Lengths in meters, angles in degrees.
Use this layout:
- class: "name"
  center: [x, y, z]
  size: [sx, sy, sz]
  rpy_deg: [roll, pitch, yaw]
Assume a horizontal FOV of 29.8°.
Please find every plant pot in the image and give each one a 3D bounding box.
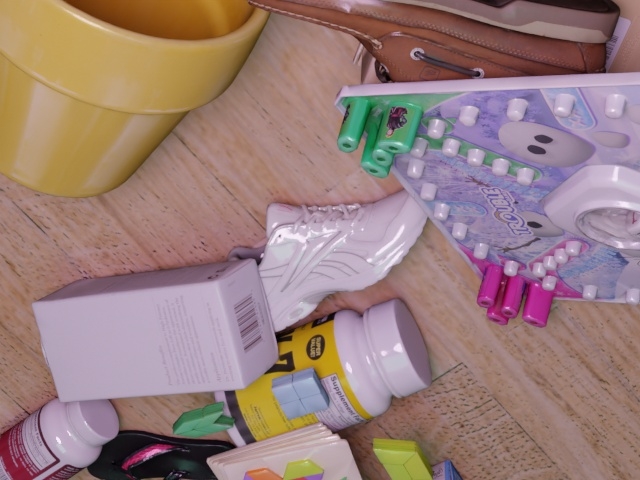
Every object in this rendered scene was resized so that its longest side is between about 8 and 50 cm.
- class: "plant pot"
  center: [-0.202, -0.172, 1.058]
  size: [0.254, 0.254, 0.239]
  rpy_deg: [26, 131, -9]

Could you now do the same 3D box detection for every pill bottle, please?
- class: "pill bottle"
  center: [-0.303, 0.231, 1.356]
  size: [0.152, 0.086, 0.086]
  rpy_deg: [-34, 111, 20]
- class: "pill bottle"
  center: [0.004, 0.143, 1.266]
  size: [0.208, 0.119, 0.119]
  rpy_deg: [-23, 114, 15]

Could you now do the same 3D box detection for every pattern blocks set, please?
- class: "pattern blocks set"
  center: [-0.020, 0.278, 1.270]
  size: [0.285, 0.026, 0.325]
  rpy_deg: [-27, 120, 18]

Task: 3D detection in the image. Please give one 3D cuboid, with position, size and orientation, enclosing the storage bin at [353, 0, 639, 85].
- class: "storage bin"
  center: [0.192, -0.213, 1.061]
  size: [0.260, 0.123, 0.262]
  rpy_deg: [18, 117, -6]

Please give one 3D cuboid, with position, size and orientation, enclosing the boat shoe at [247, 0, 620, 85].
- class: "boat shoe"
  center: [0.080, -0.163, 0.964]
  size: [0.307, 0.111, 0.104]
  rpy_deg: [11, 117, -1]

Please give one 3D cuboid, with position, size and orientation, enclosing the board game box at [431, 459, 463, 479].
- class: "board game box"
  center: [0.097, 0.449, 1.440]
  size: [0.308, 0.086, 0.302]
  rpy_deg: [-27, 112, 17]

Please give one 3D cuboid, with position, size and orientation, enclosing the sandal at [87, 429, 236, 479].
- class: "sandal"
  center: [-0.183, 0.256, 1.385]
  size: [0.179, 0.040, 0.067]
  rpy_deg: [0, 118, 5]

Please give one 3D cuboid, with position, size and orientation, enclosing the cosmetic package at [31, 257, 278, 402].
- class: "cosmetic package"
  center: [-0.169, 0.093, 1.231]
  size: [0.231, 0.085, 0.117]
  rpy_deg: [-6, 104, 27]

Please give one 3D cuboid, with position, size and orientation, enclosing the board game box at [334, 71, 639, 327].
- class: "board game box"
  center: [0.256, -0.011, 1.017]
  size: [0.390, 0.050, 0.390]
  rpy_deg: [2, 154, 32]

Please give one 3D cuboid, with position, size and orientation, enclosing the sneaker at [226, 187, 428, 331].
- class: "sneaker"
  center: [0.000, 0.000, 1.210]
  size: [0.232, 0.090, 0.115]
  rpy_deg: [-32, 108, 18]
